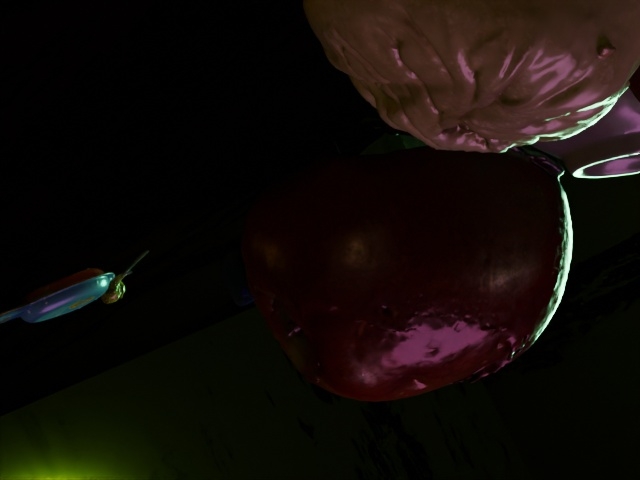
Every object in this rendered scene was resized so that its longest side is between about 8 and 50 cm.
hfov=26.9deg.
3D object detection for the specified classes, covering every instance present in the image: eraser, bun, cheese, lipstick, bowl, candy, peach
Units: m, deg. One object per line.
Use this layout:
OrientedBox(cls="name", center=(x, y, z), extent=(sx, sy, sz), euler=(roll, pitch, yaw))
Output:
OrientedBox(cls="eraser", center=(0.000, 0.000, 2.210), extent=(0.332, 0.101, 0.155), euler=(-23, 175, -24))
OrientedBox(cls="bun", center=(0.095, -0.128, 0.844), extent=(0.229, 0.145, 0.229), euler=(2, -176, 0))
OrientedBox(cls="cheese", center=(-0.347, 0.079, 1.615), extent=(0.256, 0.037, 0.106), euler=(-19, 170, -47))
OrientedBox(cls="lipstick", center=(0.078, -0.091, 1.880), extent=(0.068, 0.066, 0.317), euler=(-24, 174, -27))
OrientedBox(cls="bowl", center=(0.324, -0.157, 1.420), extent=(0.346, 0.157, 0.345), euler=(-8, 172, -1))
OrientedBox(cls="candy", center=(-0.258, 0.044, 1.779), extent=(0.035, 0.035, 0.123), euler=(-5, 151, -45))
OrientedBox(cls="peach", center=(0.119, 0.016, 1.671), extent=(0.417, 0.353, 0.339), euler=(-33, -178, -23))

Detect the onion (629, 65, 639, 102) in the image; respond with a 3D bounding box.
OrientedBox(cls="onion", center=(0.416, -0.192, 1.110), extent=(0.354, 0.353, 0.353), euler=(-27, 175, -3))
